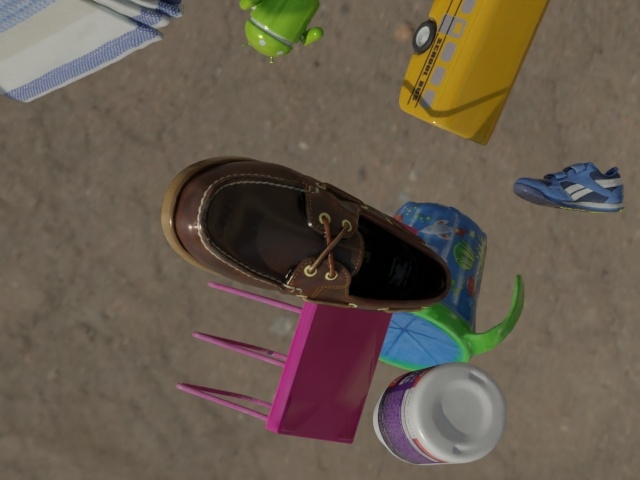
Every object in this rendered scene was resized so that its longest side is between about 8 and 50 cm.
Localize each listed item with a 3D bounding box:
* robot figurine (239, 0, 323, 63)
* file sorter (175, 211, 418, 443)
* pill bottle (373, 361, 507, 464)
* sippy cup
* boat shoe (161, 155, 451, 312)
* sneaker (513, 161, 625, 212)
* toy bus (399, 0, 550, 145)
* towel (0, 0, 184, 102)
[{"bbox_3d":[-0.045,-0.270,1.700,0.101,0.067,0.115,29,102,-23],"label":"robot figurine"},{"bbox_3d":[-0.035,0.085,1.803,0.182,0.291,0.202,16,177,30],"label":"file sorter"},{"bbox_3d":[0.124,0.195,1.585,0.108,0.108,0.193,32,164,-8],"label":"pill bottle"},{"bbox_3d":[0.166,0.067,2.329,0.305,0.224,0.240,27,154,-8],"label":"sippy cup"},{"bbox_3d":[0.000,0.000,0.839,0.073,0.073,0.207,17,-178,42],"label":"boat shoe"},{"bbox_3d":[0.296,-0.066,1.695,0.144,0.059,0.053,6,-179,-19],"label":"sneaker"},{"bbox_3d":[0.221,-0.304,1.887,0.108,0.130,0.333,19,98,-30],"label":"toy bus"},{"bbox_3d":[-0.256,-0.169,0.915,0.285,0.034,0.209,20,156,-37],"label":"towel"}]
